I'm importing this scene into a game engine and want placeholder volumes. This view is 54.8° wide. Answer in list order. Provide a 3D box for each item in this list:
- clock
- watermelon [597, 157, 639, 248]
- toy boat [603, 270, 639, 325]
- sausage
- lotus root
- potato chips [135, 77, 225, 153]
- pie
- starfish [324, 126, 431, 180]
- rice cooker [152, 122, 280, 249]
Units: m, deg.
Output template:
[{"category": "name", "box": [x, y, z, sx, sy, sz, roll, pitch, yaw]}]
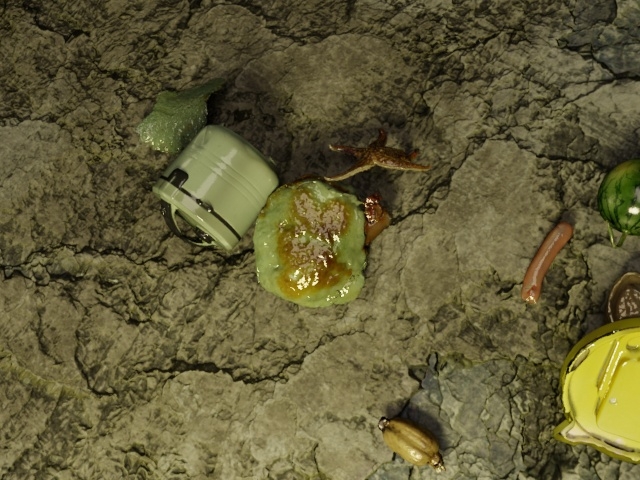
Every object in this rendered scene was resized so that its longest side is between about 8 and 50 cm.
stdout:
[{"category": "clock", "box": [0.562, 0.262, 1.076, 0.277, 0.071, 0.294, 22, 118, 9]}, {"category": "watermelon", "box": [0.593, -0.065, 1.169, 0.140, 0.141, 0.187, 26, 85, 16]}, {"category": "toy boat", "box": [0.595, 0.152, 1.152, 0.116, 0.061, 0.188, -11, 74, 9]}, {"category": "sausage", "box": [0.445, 0.042, 1.219, 0.047, 0.040, 0.177, 30, 83, 10]}, {"category": "lotus root", "box": [0.177, 0.385, 1.173, 0.152, 0.063, 0.072, 34, 58, 23]}, {"category": "potato chips", "box": [-0.319, -0.308, 1.451, 0.167, 0.059, 0.228, 25, 81, 26]}, {"category": "pie", "box": [-0.009, -0.001, 1.270, 0.257, 0.105, 0.275, 23, 91, -2]}, {"category": "starfish", "box": [0.112, -0.171, 1.282, 0.238, 0.057, 0.213, -26, 39, -36]}, {"category": "rice cooker", "box": [-0.221, -0.103, 1.294, 0.226, 0.226, 0.244, 31, 77, 17]}]
